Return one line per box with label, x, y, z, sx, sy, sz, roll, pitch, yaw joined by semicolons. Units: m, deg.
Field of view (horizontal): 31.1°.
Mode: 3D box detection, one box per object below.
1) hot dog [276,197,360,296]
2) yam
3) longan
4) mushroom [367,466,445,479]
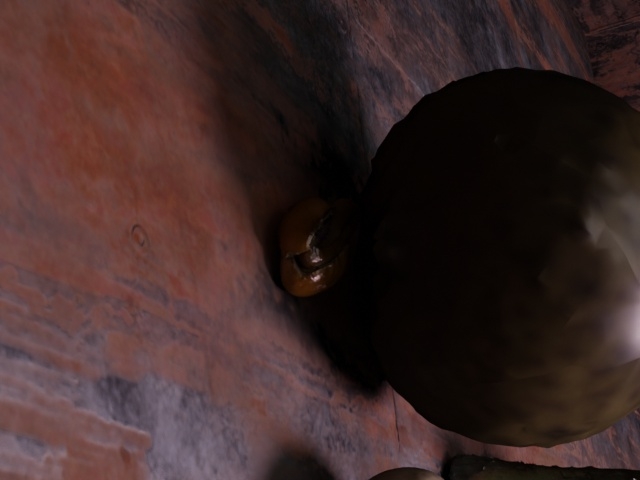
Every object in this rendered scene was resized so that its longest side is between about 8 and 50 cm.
hot dog;0.000;0.002;1.106;0.140;0.060;0.090;-35;113;-71
yam;0.276;0.336;1.356;0.154;0.254;0.154;2;90;-83
longan;0.206;0.017;1.187;0.391;0.391;0.391;47;35;-49
mushroom;0.094;0.295;0.977;0.206;0.209;0.206;14;67;-36
